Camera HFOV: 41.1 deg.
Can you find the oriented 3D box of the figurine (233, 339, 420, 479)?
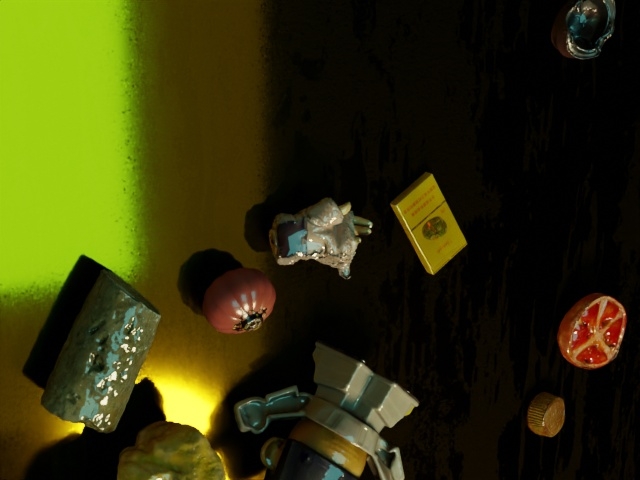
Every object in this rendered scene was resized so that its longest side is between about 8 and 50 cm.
[{"bbox_3d":[0.010,0.314,1.303,0.308,0.308,0.143,-44,162,-14],"label":"figurine"}]

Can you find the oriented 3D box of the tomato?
[{"bbox_3d":[0.512,0.167,1.643,0.156,0.069,0.155,-10,111,-27],"label":"tomato"}]

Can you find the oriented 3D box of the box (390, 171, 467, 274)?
[{"bbox_3d":[0.181,-0.027,1.414,0.087,0.023,0.155,-42,121,-18],"label":"box"}]

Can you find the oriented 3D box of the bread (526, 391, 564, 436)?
[{"bbox_3d":[0.431,0.334,1.650,0.085,0.053,0.085,-9,103,-41],"label":"bread"}]

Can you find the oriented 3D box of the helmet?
[{"bbox_3d":[0.439,-0.366,1.450,0.098,0.070,0.123,27,85,-25],"label":"helmet"}]

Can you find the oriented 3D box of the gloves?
[{"bbox_3d":[-0.004,-0.008,1.263,0.144,0.094,0.110,12,86,-15],"label":"gloves"}]

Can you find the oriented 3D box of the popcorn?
[{"bbox_3d":[-0.208,0.421,1.188,0.265,0.225,0.332,14,84,-29],"label":"popcorn"}]

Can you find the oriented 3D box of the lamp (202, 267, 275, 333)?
[{"bbox_3d":[-0.116,0.086,1.219,0.107,0.092,0.107,-26,149,-17],"label":"lamp"}]

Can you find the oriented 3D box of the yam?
[{"bbox_3d":[-0.282,0.144,1.126,0.107,0.107,0.194,24,89,-34],"label":"yam"}]
